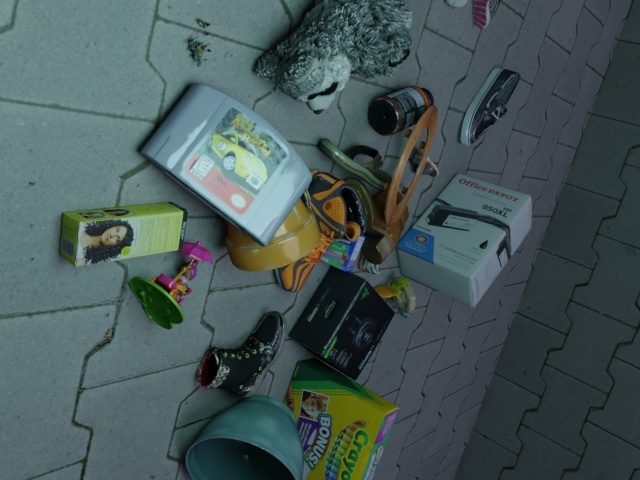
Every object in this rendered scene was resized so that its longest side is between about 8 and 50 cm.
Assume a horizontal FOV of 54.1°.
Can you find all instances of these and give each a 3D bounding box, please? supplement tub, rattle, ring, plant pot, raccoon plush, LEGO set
[{"bbox_3d":[0.222,-0.353,1.679,0.197,0.106,0.106,-30,133,-41],"label":"supplement tub"},{"bbox_3d":[0.238,0.214,2.099,0.142,0.130,0.200,-33,163,-23],"label":"rattle"},{"bbox_3d":[0.234,-0.200,1.666,0.337,0.032,0.337,-57,162,-30],"label":"ring"},{"bbox_3d":[-0.121,-0.066,1.333,0.205,0.205,0.188,-36,122,-36],"label":"plant pot"},{"bbox_3d":[-0.165,0.520,1.588,0.196,0.292,0.293,-65,158,-53],"label":"plant pot"},{"bbox_3d":[-0.002,-0.492,1.290,0.299,0.216,0.447,-14,93,-34],"label":"raccoon plush"},{"bbox_3d":[-0.223,-0.361,1.148,0.054,0.023,0.083,32,71,-58],"label":"LEGO set"}]

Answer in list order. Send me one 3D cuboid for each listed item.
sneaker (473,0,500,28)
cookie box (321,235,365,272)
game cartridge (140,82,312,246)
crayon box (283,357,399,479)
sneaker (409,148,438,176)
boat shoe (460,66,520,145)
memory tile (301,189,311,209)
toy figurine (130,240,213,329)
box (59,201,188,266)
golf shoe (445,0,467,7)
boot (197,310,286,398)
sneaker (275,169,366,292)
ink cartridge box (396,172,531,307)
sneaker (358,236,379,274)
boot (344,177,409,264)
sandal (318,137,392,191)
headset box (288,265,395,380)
[{"bbox_3d":[0.494,-0.719,1.854,0.075,0.063,0.170,-46,147,-25],"label":"sneaker"},{"bbox_3d":[0.059,0.020,1.706,0.040,0.091,0.107,15,98,-59],"label":"cookie box"},{"bbox_3d":[-0.164,-0.150,1.192,0.294,0.060,0.196,38,73,-19],"label":"game cartridge"},{"bbox_3d":[0.021,0.576,1.809,0.106,0.313,0.363,4,107,-55],"label":"crayon box"},{"bbox_3d":[0.315,-0.231,1.944,0.065,0.061,0.158,-39,146,10],"label":"sneaker"},{"bbox_3d":[0.574,-0.443,2.101,0.301,0.102,0.108,-58,146,-10],"label":"boat shoe"},{"bbox_3d":[-0.044,-0.122,1.435,0.012,0.113,0.148,-20,166,-3],"label":"memory tile"},{"bbox_3d":[-0.284,0.079,1.279,0.159,0.130,0.173,-53,168,-33],"label":"toy figurine"},{"bbox_3d":[-0.354,-0.015,1.152,0.232,0.058,0.088,-13,121,-50],"label":"box"},{"bbox_3d":[0.378,-0.682,1.699,0.176,0.086,0.069,20,93,-58],"label":"golf shoe"},{"bbox_3d":[-0.188,0.272,1.538,0.178,0.085,0.237,28,88,-54],"label":"boot"},{"bbox_3d":[0.000,0.000,1.532,0.124,0.180,0.321,-8,117,-51],"label":"sneaker"},{"bbox_3d":[0.483,-0.014,2.087,0.395,0.285,0.166,-47,142,-25],"label":"ink cartridge box"},{"bbox_3d":[0.171,0.026,1.875,0.057,0.075,0.161,-3,113,-53],"label":"sneaker"},{"bbox_3d":[0.165,-0.100,1.767,0.220,0.109,0.284,-53,125,-39],"label":"boot"},{"bbox_3d":[0.111,-0.203,1.602,0.086,0.120,0.302,-57,146,7],"label":"sandal"},{"bbox_3d":[0.066,0.237,1.818,0.246,0.131,0.283,-57,145,-12],"label":"headset box"}]
